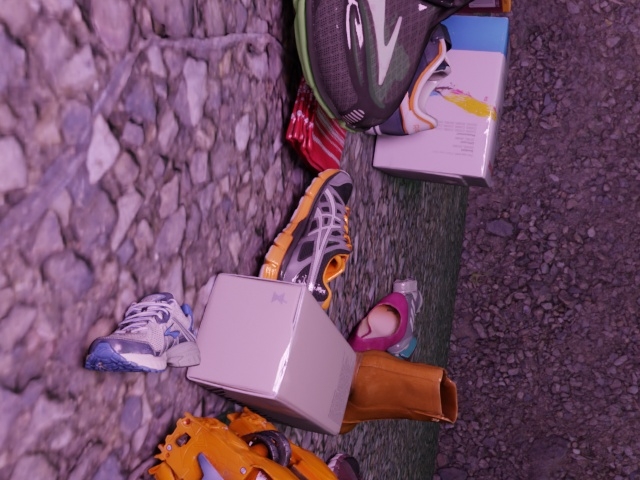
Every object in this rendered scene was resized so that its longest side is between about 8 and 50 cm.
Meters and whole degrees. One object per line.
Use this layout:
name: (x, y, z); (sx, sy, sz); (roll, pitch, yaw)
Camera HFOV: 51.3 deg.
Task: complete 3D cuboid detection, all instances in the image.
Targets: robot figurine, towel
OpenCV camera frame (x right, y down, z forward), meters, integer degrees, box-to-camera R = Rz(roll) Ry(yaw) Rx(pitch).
robot figurine: (-0.002, 0.259, 0.572); (0.085, 0.291, 0.211); (-52, 160, 1)
towel: (0.025, -0.211, 0.824); (0.199, 0.031, 0.274); (43, 60, -75)

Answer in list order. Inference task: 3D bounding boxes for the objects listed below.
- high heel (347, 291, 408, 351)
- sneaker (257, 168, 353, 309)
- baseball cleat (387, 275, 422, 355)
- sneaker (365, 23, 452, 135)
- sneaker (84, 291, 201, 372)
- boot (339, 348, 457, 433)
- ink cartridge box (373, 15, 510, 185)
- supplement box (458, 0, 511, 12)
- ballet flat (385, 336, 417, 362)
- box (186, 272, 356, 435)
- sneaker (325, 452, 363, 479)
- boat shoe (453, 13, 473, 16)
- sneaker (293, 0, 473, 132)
high heel: (0.110, 0.147, 1.226); (0.244, 0.082, 0.117); (-44, 151, -43)
sneaker: (0.000, 0.000, 0.771); (0.084, 0.083, 0.214); (106, 9, -50)
baseball cleat: (0.175, 0.157, 1.488); (0.206, 0.072, 0.109); (-61, 138, -53)
sneaker: (0.148, -0.324, 1.051); (0.126, 0.128, 0.320); (-16, 111, -70)
sneaker: (-0.130, 0.067, 0.491); (0.135, 0.052, 0.058); (34, 55, -79)
boot: (0.110, 0.261, 1.055); (0.295, 0.211, 0.104); (72, 32, -55)
ink cartridge box: (0.225, -0.244, 1.207); (0.198, 0.197, 0.269); (3, 95, -73)
supplement box: (0.210, -0.401, 0.848); (0.104, 0.081, 0.188); (40, 58, -69)
ballet flat: (0.168, 0.276, 1.501); (0.068, 0.072, 0.213); (-56, 171, 25)
box: (-0.038, 0.135, 0.724); (0.275, 0.094, 0.113); (61, 40, -62)
sneaker: (0.063, 0.441, 1.072); (0.281, 0.163, 0.106); (-17, 114, -71)
boat shoe: (0.285, -0.373, 1.450); (0.355, 0.130, 0.132); (47, 53, -68)
sneaker: (0.139, -0.319, 0.636); (0.185, 0.202, 0.482); (18, 107, -46)
